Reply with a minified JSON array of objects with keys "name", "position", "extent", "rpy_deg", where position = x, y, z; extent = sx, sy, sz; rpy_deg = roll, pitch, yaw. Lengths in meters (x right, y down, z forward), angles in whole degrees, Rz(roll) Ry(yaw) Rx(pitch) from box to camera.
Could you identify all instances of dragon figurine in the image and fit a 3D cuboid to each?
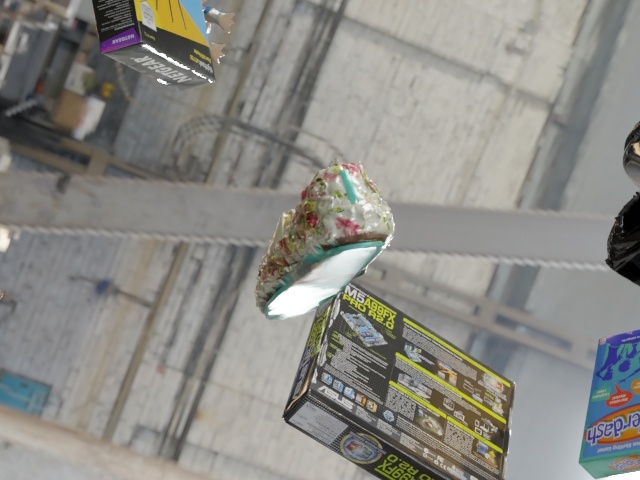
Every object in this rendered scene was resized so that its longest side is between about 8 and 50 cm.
[{"name":"dragon figurine","position":[-0.213,-0.301,1.634],"extent":[0.289,0.144,0.085],"rpy_deg":[4,104,-64]}]

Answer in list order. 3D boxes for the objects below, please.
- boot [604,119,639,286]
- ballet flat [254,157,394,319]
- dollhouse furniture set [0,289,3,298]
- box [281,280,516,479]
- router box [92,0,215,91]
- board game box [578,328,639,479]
[{"name":"boot","position":[0.358,-0.046,1.312],"extent":[0.207,0.094,0.246],"rpy_deg":[-55,-176,-18]},{"name":"ballet flat","position":[0.000,0.000,0.987],"extent":[0.241,0.091,0.077],"rpy_deg":[136,-56,-64]},{"name":"dollhouse furniture set","position":[-0.405,0.036,1.118],"extent":[0.123,0.144,0.151],"rpy_deg":[-53,-129,14]},{"name":"box","position":[0.102,0.191,1.459],"extent":[0.060,0.270,0.216],"rpy_deg":[-49,-166,36]},{"name":"router box","position":[-0.161,-0.225,1.168],"extent":[0.179,0.046,0.133],"rpy_deg":[14,65,-73]},{"name":"board game box","position":[0.439,0.210,1.653],"extent":[0.160,0.047,0.210],"rpy_deg":[-21,-142,40]}]
